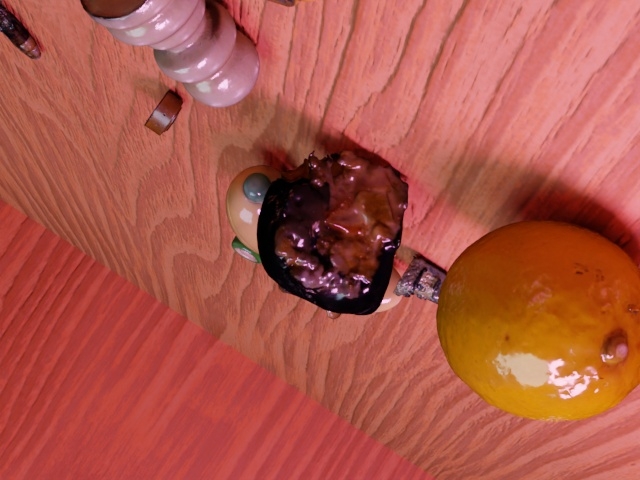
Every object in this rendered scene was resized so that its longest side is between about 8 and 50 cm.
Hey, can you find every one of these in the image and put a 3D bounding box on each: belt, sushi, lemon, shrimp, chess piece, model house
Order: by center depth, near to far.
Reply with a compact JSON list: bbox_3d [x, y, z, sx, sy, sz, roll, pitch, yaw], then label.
[{"bbox_3d":[0.252,0.088,1.400,0.263,0.236,0.236,38,171,42],"label":"lemon"},{"bbox_3d":[-0.157,-0.242,1.438,0.133,0.133,0.243,22,166,36],"label":"chess piece"},{"bbox_3d":[0.018,-0.005,1.647,0.213,0.200,0.204,33,164,-11],"label":"sushi"},{"bbox_3d":[0.157,0.070,1.842,0.083,0.066,0.079,31,166,5],"label":"model house"},{"bbox_3d":[-0.231,-0.190,1.859,0.036,0.059,0.083,35,154,-10],"label":"belt"},{"bbox_3d":[-0.505,-0.341,1.999,0.091,0.034,0.161,28,165,23],"label":"shrimp"}]

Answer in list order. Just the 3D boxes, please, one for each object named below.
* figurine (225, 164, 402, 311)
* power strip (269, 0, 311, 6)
[{"bbox_3d":[0.000,0.000,1.866,0.324,0.124,0.222,35,162,-17],"label":"figurine"},{"bbox_3d":[-0.066,-0.278,1.307,0.178,0.028,0.049,23,161,33],"label":"power strip"}]
